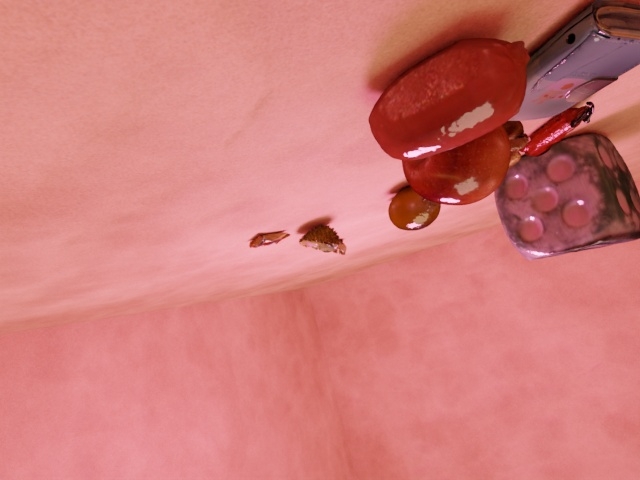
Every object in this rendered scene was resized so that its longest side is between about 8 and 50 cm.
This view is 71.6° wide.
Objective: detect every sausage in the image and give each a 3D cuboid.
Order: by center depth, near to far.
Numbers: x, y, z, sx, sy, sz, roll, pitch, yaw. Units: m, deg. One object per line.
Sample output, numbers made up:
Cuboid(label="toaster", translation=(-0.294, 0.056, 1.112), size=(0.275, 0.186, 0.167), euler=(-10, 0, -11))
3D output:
Cuboid(label="sausage", translation=(0.185, -0.205, 0.665), size=(0.254, 0.148, 0.148), euler=(-23, 167, 34))

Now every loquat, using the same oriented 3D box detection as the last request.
Cuboid(label="loquat", translation=(0.296, -0.103, 1.382), size=(0.152, 0.152, 0.195), euler=(-10, 177, -27))

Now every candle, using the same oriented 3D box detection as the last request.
Cuboid(label="candle", translation=(0.598, -0.276, 1.124), size=(0.084, 0.059, 0.302), euler=(-26, 173, -6))

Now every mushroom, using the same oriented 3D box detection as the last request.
Cuboid(label="mushroom", translation=(0.398, -0.229, 0.997), size=(0.127, 0.087, 0.127), euler=(-17, 167, -4))

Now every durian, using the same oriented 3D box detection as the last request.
Cuboid(label="durian", translation=(0.000, -0.010, 1.603), size=(0.137, 0.095, 0.220), euler=(23, 164, -8))

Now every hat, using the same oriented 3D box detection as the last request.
Cuboid(label="hat", translation=(0.083, 0.028, 2.020), size=(0.076, 0.059, 0.077), euler=(18, 162, 9))

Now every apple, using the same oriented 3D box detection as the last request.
Cuboid(label="apple", translation=(0.251, -0.161, 0.818), size=(0.162, 0.201, 0.201), euler=(-1, 166, -17))

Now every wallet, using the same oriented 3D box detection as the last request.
Cuboid(label="wallet", translation=(0.415, -0.286, 0.750), size=(0.176, 0.075, 0.250), euler=(-7, 169, -21))

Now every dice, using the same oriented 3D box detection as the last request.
Cuboid(label="dice", translation=(0.800, -0.122, 1.436), size=(0.328, 0.348, 0.330), euler=(-4, 164, -41))

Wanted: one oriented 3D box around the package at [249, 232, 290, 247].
Cuboid(label="package", translation=(-0.181, -0.001, 1.543), size=(0.120, 0.031, 0.108), euler=(-8, 168, -37))

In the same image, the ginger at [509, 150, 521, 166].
Cuboid(label="ginger", translation=(0.504, -0.195, 1.389), size=(0.118, 0.065, 0.299), euler=(-23, 171, -16))
